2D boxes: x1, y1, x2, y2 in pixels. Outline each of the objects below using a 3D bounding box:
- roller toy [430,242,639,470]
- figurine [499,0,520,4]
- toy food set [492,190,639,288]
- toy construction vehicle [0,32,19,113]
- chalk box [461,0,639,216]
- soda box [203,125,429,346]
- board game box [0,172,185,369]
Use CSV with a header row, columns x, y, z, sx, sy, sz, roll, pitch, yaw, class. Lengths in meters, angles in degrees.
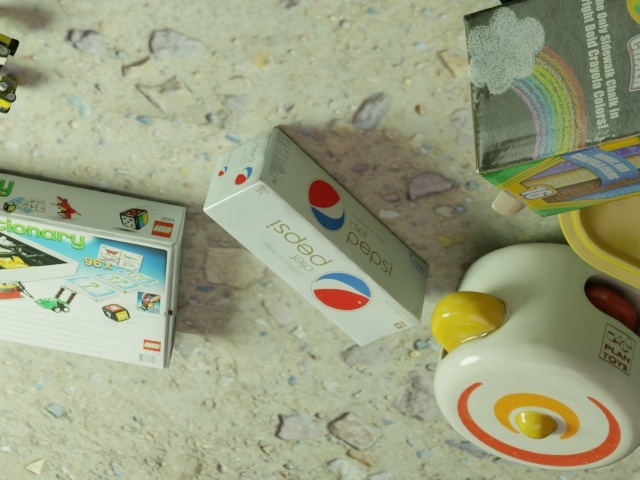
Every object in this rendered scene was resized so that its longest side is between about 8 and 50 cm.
x,y,z,sx,sy,sz,roll,pitch,yaw,class
0.200,0.108,1.571,0.191,0.146,0.209,6,144,16,roller toy
0.102,-0.265,1.245,0.215,0.092,0.209,25,141,-14,figurine
0.262,-0.038,1.468,0.218,0.071,0.128,27,110,-7,toy food set
-0.291,-0.157,1.494,0.098,0.035,0.086,25,148,-11,toy construction vehicle
0.230,-0.113,1.316,0.213,0.132,0.132,-12,161,25,chalk box
0.000,0.000,1.571,0.074,0.069,0.216,-25,126,35,soda box
-0.282,0.021,1.669,0.305,0.053,0.193,11,139,1,board game box
